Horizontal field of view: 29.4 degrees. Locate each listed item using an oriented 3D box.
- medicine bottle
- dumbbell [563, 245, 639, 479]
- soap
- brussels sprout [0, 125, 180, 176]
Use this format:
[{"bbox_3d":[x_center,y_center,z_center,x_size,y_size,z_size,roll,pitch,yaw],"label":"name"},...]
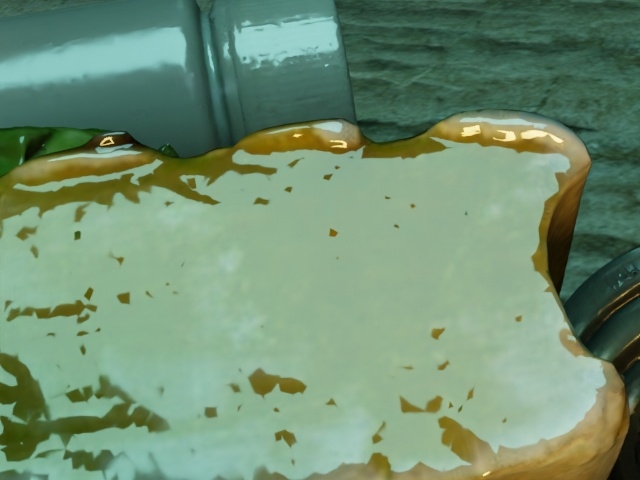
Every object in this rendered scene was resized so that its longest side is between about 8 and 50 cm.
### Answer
[{"bbox_3d":[-0.160,-0.097,1.030,0.371,0.211,0.211,-9,30,-2],"label":"medicine bottle"},{"bbox_3d":[0.215,0.143,0.560,0.179,0.179,0.406,-8,29,1],"label":"dumbbell"},{"bbox_3d":[-0.033,0.094,0.542,0.293,0.335,0.156,-4,61,1],"label":"soap"},{"bbox_3d":[-0.194,0.028,0.801,0.294,0.227,0.259,-30,13,-28],"label":"brussels sprout"}]
